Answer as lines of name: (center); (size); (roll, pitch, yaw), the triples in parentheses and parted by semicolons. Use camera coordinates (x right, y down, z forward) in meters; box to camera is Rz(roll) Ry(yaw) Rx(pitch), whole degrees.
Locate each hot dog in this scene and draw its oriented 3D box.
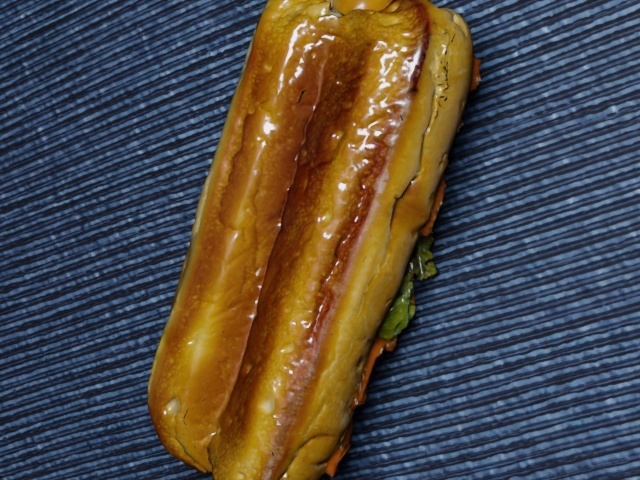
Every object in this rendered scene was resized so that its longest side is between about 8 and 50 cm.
hot dog: (0.000, 0.000, 1.075); (0.158, 0.117, 0.348); (24, 102, 39)
